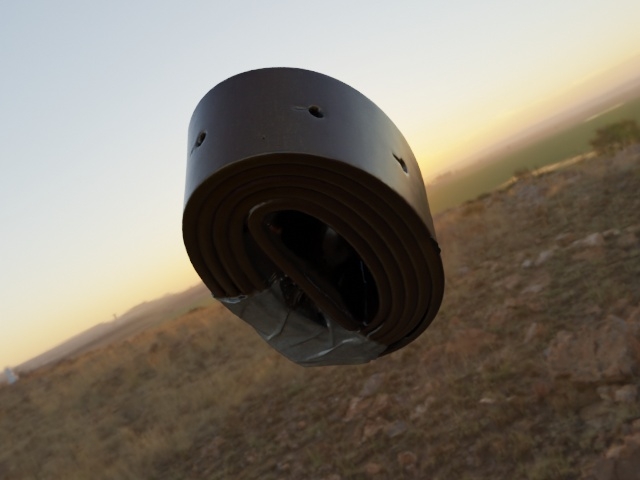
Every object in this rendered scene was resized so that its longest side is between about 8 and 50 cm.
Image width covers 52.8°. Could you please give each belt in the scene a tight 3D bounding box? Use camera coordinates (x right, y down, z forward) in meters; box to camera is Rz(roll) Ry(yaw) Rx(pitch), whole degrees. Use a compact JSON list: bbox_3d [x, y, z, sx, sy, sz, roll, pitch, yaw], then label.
[{"bbox_3d":[0.000,0.000,0.618,0.217,0.122,0.338,-18,-40,15],"label":"belt"}]
